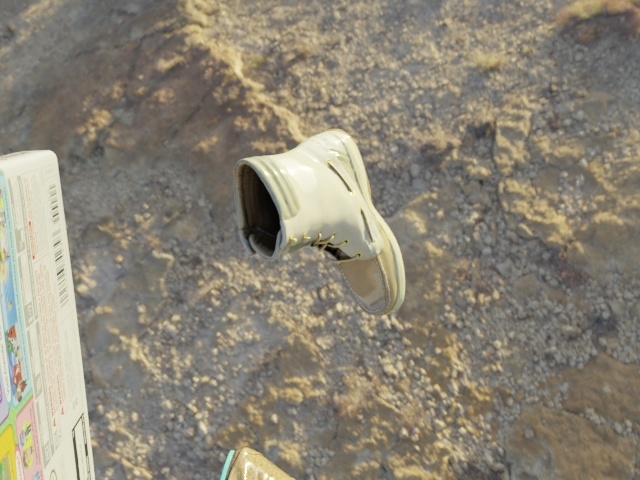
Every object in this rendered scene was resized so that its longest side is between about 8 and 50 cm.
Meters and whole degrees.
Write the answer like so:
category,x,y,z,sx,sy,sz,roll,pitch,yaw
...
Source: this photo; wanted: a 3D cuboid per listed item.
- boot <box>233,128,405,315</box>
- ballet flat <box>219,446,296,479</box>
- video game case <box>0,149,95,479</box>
category,x,y,z,sx,sy,sz,roll,pitch,yaw
boot,0.000,0.000,0.782,0.077,0.213,0.165,-16,7,39
ballet flat,-0.099,0.385,0.850,0.124,0.116,0.342,17,34,5
video game case,-0.137,0.074,0.323,0.023,0.212,0.193,-3,11,-3
